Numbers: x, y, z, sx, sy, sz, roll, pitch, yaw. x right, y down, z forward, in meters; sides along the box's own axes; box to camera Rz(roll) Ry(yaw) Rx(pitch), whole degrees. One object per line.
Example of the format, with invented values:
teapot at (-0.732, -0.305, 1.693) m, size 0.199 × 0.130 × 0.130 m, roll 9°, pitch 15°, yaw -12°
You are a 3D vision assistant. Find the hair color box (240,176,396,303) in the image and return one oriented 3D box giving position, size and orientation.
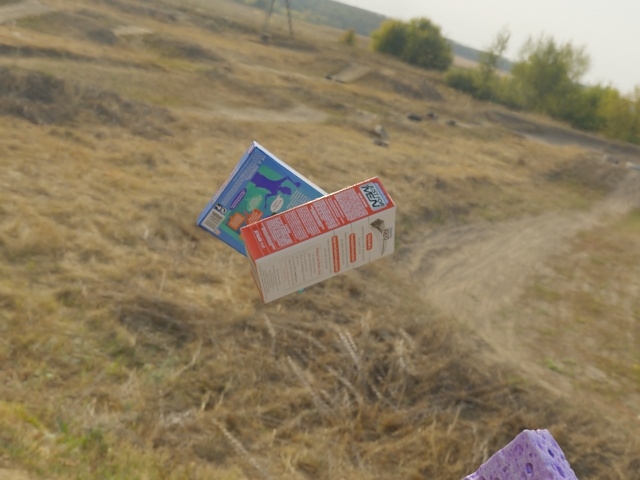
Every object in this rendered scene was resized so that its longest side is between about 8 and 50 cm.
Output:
hair color box at (0.000, 0.000, 0.904) m, size 0.167 × 0.093 × 0.053 m, roll -20°, pitch 56°, yaw -10°

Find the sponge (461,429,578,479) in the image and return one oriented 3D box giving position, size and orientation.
sponge at (0.115, 0.240, 0.577) m, size 0.031 × 0.210 × 0.117 m, roll 8°, pitch 44°, yaw -41°

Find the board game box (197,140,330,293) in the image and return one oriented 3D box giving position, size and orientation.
board game box at (-0.069, -0.035, 1.295) m, size 0.210 × 0.160 × 0.047 m, roll 35°, pitch 10°, yaw -17°
